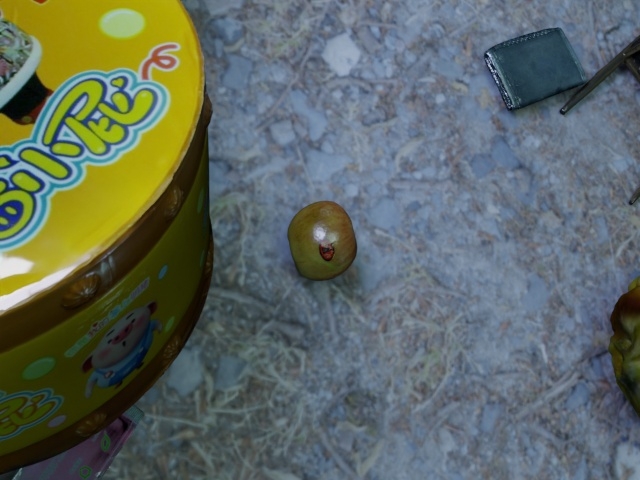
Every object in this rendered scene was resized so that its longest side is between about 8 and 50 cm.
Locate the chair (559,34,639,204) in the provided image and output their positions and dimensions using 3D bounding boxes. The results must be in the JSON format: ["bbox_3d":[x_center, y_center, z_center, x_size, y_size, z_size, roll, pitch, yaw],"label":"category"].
[{"bbox_3d":[0.478,-0.206,1.094,0.272,0.166,0.188,-43,97,-23],"label":"chair"}]

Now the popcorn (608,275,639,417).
[{"bbox_3d":[0.439,0.131,0.999,0.169,0.189,0.218,-6,81,-21],"label":"popcorn"}]

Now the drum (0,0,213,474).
[{"bbox_3d":[-0.286,-0.046,0.630,0.431,0.214,0.431,3,54,-5],"label":"drum"}]

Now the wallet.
[{"bbox_3d":[0.272,-0.221,1.089,0.129,0.026,0.088,-22,85,-24],"label":"wallet"}]

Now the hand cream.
[{"bbox_3d":[-0.263,0.252,0.760,0.050,0.079,0.275,23,66,20],"label":"hand cream"}]

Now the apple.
[{"bbox_3d":[0.000,0.000,0.903,0.071,0.084,0.084,-17,86,-8],"label":"apple"}]
